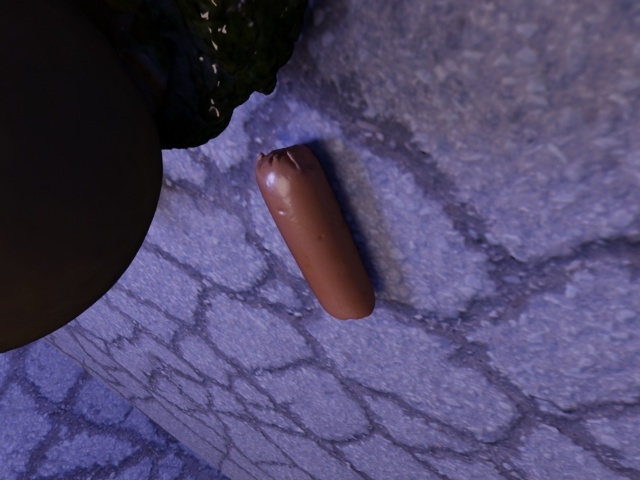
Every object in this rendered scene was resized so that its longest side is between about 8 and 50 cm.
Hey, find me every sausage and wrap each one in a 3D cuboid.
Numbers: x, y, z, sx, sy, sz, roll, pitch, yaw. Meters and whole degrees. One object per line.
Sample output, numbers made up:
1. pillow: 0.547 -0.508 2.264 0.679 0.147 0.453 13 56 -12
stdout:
1. sausage: -0.001 -0.001 0.712 0.086 0.086 0.289 7 138 37

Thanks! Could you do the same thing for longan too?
1. longan: -0.281 -0.059 0.403 0.318 0.319 0.319 24 144 18

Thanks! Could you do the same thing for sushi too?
1. sushi: -0.152 -0.258 0.452 0.294 0.178 0.352 13 140 32
